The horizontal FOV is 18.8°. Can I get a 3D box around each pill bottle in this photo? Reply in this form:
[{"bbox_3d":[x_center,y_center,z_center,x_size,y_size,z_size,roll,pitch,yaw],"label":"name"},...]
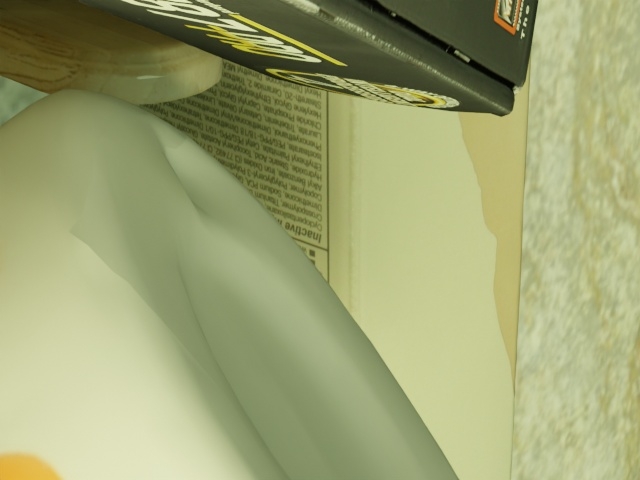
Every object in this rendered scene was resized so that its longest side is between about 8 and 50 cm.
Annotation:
[{"bbox_3d":[-0.153,0.155,0.540,0.392,0.224,0.224,-35,143,11],"label":"pill bottle"}]

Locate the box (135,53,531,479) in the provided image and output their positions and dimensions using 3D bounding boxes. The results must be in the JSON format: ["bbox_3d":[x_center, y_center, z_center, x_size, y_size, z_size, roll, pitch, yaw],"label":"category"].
[{"bbox_3d":[0.000,0.000,0.848,0.121,0.148,0.311,-28,129,-42],"label":"box"}]

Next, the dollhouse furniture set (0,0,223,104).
[{"bbox_3d":[-0.143,-0.175,0.444,0.394,0.256,0.362,-22,124,-45],"label":"dollhouse furniture set"}]

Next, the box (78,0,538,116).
[{"bbox_3d":[0.006,-0.245,0.473,0.318,0.097,0.395,12,88,-70],"label":"box"}]
